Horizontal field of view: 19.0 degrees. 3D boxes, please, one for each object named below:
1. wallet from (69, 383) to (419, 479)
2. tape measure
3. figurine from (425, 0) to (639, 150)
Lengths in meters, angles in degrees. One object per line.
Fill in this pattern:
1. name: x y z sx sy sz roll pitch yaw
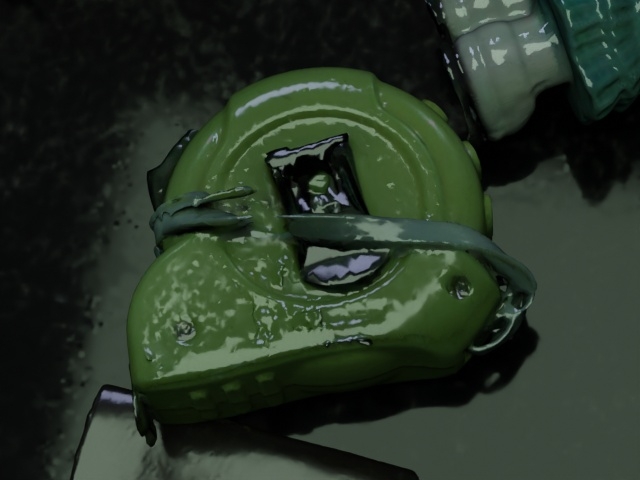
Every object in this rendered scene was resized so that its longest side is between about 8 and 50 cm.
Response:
1. wallet: -0.039 0.120 0.850 0.156 0.018 0.082 13 76 11
2. tape measure: 0.000 0.000 0.844 0.177 0.087 0.154 -9 68 0
3. figurine: 0.169 -0.125 0.851 0.245 0.110 0.138 -18 50 7
